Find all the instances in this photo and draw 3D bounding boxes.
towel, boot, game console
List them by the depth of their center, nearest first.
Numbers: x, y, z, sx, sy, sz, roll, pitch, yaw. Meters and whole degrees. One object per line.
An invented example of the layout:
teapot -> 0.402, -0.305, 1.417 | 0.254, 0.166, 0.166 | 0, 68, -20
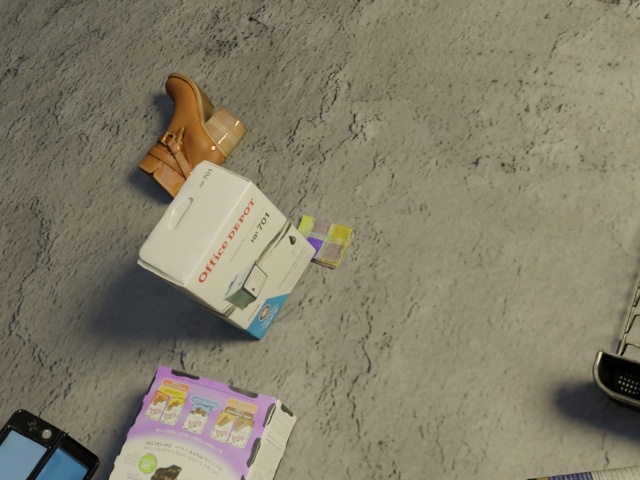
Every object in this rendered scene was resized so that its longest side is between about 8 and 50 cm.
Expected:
game console -> -0.351, 0.286, 0.866 | 0.071, 0.107, 0.122 | 5, 58, 56
towel -> 0.000, 0.000, 0.934 | 0.083, 0.009, 0.060 | 18, 70, 29
boot -> -0.219, -0.161, 1.081 | 0.152, 0.073, 0.197 | -46, 53, -4

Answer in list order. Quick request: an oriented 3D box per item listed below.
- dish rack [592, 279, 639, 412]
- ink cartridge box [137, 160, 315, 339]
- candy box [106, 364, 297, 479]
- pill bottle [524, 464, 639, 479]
dish rack -> 0.404, 0.066, 0.699 | 0.208, 0.074, 0.272 | 16, 67, 27
ink cartridge box -> -0.103, 0.017, 0.847 | 0.082, 0.191, 0.140 | 25, 78, 30
candy box -> -0.141, 0.257, 0.798 | 0.164, 0.070, 0.196 | 10, 64, 26
pill bottle -> 0.287, 0.252, 0.603 | 0.219, 0.123, 0.123 | -12, 57, 14
